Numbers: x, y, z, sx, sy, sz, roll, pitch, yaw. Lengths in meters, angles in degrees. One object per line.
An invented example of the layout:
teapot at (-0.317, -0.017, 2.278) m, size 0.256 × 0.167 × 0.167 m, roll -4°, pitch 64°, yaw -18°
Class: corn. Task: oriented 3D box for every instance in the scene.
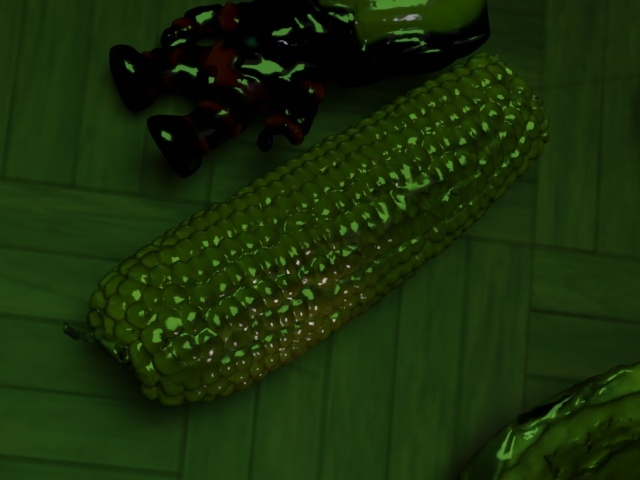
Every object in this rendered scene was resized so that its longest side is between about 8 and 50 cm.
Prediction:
corn at (0.000, 0.000, 1.015) m, size 0.310 × 0.101 × 0.101 m, roll -31°, pitch 85°, yaw -20°

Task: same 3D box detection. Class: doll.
doll at (0.004, -0.126, 1.048) m, size 0.248 × 0.088 × 0.127 m, roll -23°, pitch 82°, yaw -12°

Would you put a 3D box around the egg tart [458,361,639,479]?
egg tart at (0.195, 0.222, 0.932) m, size 0.341 × 0.132 × 0.341 m, roll -4°, pitch 75°, yaw 16°
